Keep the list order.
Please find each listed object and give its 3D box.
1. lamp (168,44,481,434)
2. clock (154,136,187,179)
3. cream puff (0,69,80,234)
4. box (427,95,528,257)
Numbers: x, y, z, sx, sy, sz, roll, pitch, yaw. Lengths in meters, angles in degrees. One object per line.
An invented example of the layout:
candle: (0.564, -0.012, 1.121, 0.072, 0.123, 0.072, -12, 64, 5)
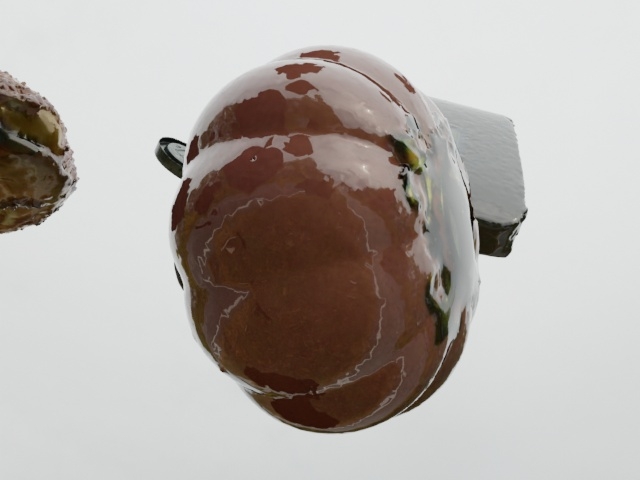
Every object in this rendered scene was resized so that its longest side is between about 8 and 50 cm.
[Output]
lamp: (0.000, 0.000, 0.467, 0.239, 0.306, 0.305, -8, -44, 30)
clock: (-0.173, -0.102, 0.726, 0.085, 0.085, 0.017, 31, -69, -21)
cream puff: (-0.399, -0.104, 0.639, 0.239, 0.164, 0.240, -7, -22, -3)
box: (0.108, -0.124, 0.806, 0.349, 0.359, 0.091, 14, -54, 5)
